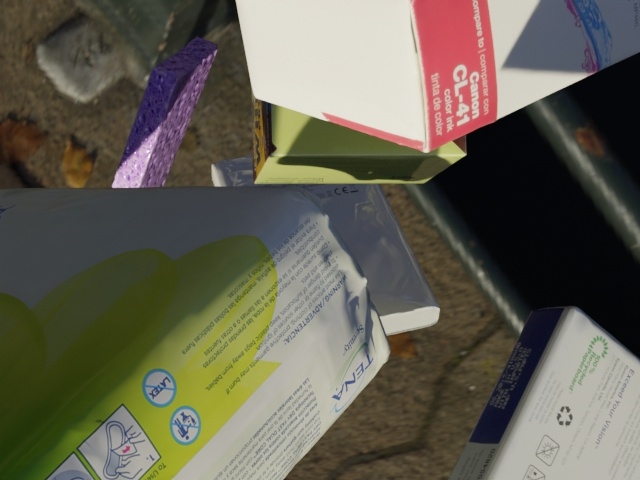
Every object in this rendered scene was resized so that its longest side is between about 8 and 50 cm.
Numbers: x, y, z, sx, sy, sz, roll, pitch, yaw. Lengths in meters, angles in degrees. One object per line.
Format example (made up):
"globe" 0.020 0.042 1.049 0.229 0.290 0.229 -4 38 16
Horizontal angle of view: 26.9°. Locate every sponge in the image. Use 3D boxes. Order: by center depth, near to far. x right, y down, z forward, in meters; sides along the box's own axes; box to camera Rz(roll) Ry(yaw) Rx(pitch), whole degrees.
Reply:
"sponge" -0.170 -0.104 1.386 0.031 0.210 0.117 27 31 4

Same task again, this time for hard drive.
"hard drive" 0.000 0.000 1.922 0.233 0.047 0.353 -11 48 -14

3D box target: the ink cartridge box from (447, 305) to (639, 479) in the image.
"ink cartridge box" 0.161 0.187 0.755 0.224 0.045 0.223 38 69 -20

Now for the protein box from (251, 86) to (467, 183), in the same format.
"protein box" 0.033 -0.139 1.411 0.200 0.201 0.136 -1 84 -7

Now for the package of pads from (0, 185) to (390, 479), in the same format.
"package of pads" -0.144 0.071 0.565 0.229 0.296 0.101 -45 123 -37

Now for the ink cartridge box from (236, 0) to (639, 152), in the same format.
"ink cartridge box" 0.117 -0.196 1.058 0.306 0.226 0.131 -24 118 -30
